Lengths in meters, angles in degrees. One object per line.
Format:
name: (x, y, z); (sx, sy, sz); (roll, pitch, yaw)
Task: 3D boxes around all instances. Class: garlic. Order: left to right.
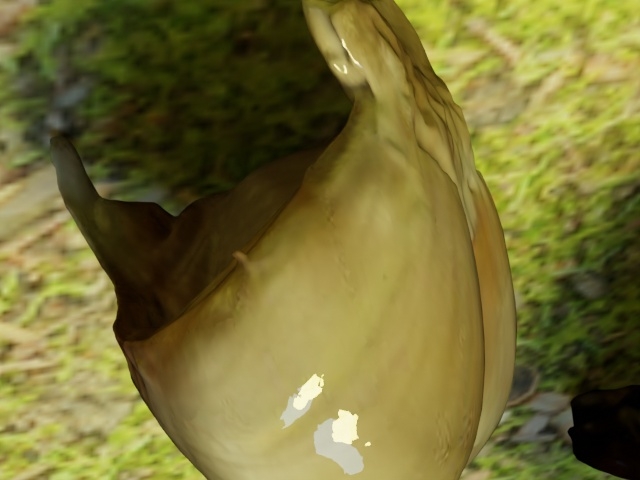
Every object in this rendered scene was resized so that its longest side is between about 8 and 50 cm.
garlic: (-0.003, 0.012, 0.469); (0.099, 0.124, 0.174); (-28, -173, 14)

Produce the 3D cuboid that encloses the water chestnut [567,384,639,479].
water chestnut: (0.209, 0.093, 0.608); (0.300, 0.300, 0.300); (-13, 143, -10)
